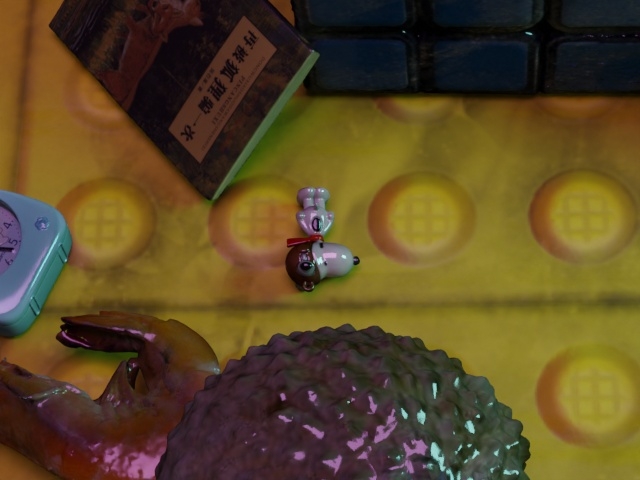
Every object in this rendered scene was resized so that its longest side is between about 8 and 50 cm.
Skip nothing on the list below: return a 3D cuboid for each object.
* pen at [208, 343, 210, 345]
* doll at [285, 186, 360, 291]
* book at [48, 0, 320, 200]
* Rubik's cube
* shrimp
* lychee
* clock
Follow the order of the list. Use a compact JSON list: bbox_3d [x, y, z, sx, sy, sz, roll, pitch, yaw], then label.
[{"bbox_3d":[-0.128,0.166,1.372,0.025,0.025,0.204,15,66,11],"label":"pen"},{"bbox_3d":[-0.007,-0.002,1.438,0.058,0.040,0.085,-17,68,-18],"label":"doll"},{"bbox_3d":[-0.114,-0.165,1.480,0.228,0.024,0.160,48,118,23],"label":"book"},{"bbox_3d":[0.129,-0.312,1.434,0.305,0.301,0.304,-1,63,3],"label":"Rubik's cube"},{"bbox_3d":[-0.182,0.112,1.372,0.248,0.068,0.150,14,58,17],"label":"shrimp"},{"bbox_3d":[0.015,0.182,1.235,0.255,0.274,0.255,5,77,-24],"label":"lychee"},{"bbox_3d":[-0.280,0.007,1.451,0.147,0.045,0.108,19,66,14],"label":"clock"}]
